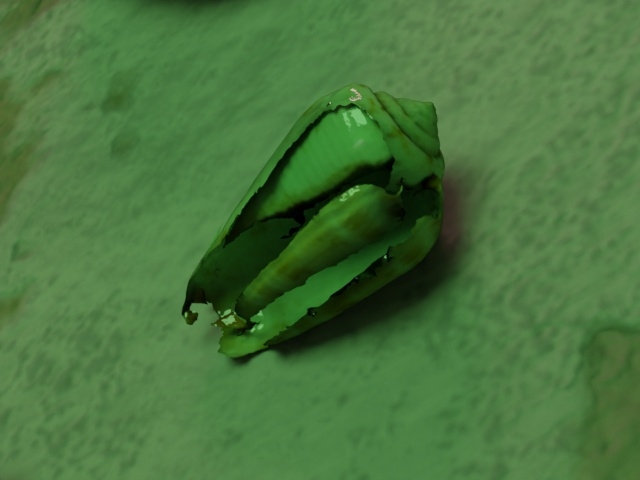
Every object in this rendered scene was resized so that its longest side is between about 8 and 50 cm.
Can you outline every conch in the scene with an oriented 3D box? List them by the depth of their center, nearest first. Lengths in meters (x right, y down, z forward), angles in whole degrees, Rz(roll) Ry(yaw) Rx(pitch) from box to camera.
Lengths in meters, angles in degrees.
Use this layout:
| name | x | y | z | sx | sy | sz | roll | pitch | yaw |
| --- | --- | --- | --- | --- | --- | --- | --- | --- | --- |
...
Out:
| name | x | y | z | sx | sy | sz | roll | pitch | yaw |
| --- | --- | --- | --- | --- | --- | --- | --- | --- | --- |
| conch | 0.000 | 0.000 | 0.947 | 0.170 | 0.079 | 0.105 | -47 | 33 | 19 |
